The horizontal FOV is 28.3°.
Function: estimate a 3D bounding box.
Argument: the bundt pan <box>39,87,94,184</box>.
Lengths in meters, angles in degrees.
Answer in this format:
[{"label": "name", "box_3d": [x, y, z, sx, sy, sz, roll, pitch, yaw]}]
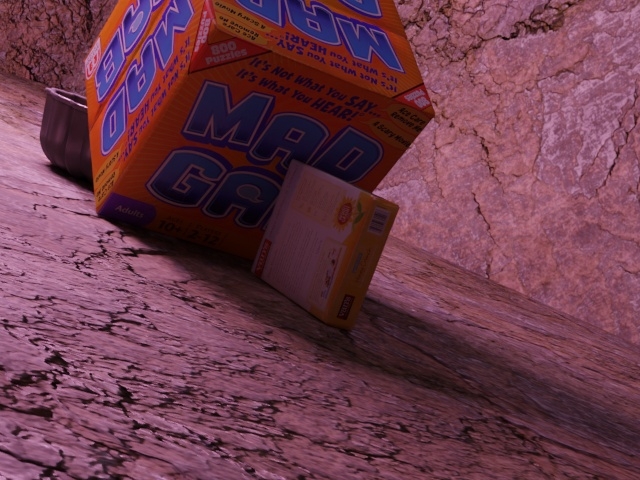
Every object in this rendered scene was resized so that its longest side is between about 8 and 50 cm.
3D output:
[{"label": "bundt pan", "box_3d": [-0.326, -0.146, 2.155, 0.330, 0.124, 0.331, 20, 5, -2]}]

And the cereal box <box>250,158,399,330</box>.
[{"label": "cereal box", "box_3d": [0.000, 0.000, 1.677, 0.047, 0.173, 0.240, 17, 7, -30]}]

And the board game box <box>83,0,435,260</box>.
[{"label": "board game box", "box_3d": [-0.108, -0.229, 1.885, 0.356, 0.356, 0.356, 18, 39, -29]}]
